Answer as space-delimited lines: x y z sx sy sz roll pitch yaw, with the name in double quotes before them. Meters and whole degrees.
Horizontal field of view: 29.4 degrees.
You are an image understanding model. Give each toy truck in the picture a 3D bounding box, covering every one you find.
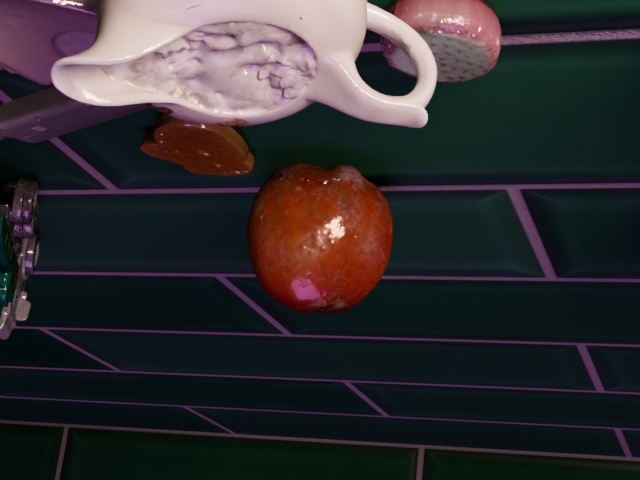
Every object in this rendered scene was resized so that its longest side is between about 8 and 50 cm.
"toy truck" -0.463 0.021 1.586 0.177 0.178 0.363 9 164 -6

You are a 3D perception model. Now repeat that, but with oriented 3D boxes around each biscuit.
"biscuit" -0.139 -0.106 1.328 0.118 0.023 0.140 3 161 12

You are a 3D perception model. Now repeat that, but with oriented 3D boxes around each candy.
"candy" 0.101 -0.171 1.025 0.103 0.043 0.103 9 161 3

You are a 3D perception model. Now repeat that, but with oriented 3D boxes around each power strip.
"power strip" -0.224 -0.126 1.143 0.253 0.027 0.060 -10 167 37

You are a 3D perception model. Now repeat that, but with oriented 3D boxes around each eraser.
"eraser" -0.228 -0.195 1.043 0.243 0.059 0.204 19 159 -41

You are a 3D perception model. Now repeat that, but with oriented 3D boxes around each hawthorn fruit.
"hawthorn fruit" 0.000 0.000 1.366 0.173 0.173 0.173 6 161 2

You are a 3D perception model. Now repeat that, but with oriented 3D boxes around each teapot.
"teapot" -0.054 -0.158 0.933 0.298 0.139 0.204 0 146 -12
